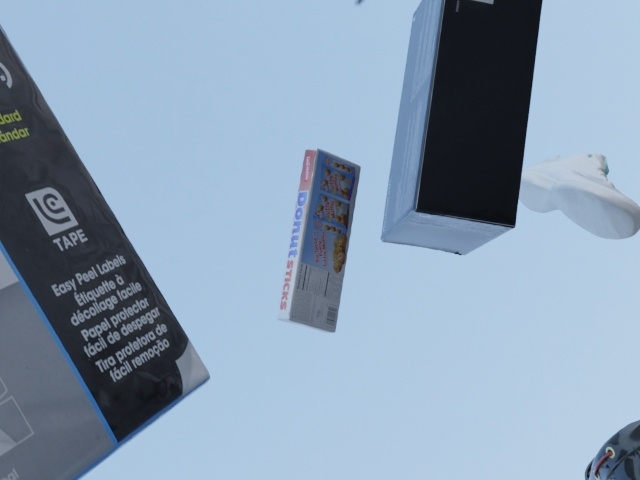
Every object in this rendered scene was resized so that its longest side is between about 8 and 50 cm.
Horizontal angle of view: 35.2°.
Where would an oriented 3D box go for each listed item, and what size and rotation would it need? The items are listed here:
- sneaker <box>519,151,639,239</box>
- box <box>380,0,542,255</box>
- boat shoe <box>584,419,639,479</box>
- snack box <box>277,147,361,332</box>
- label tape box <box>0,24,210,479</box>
[{"bbox_3d":[0.330,-0.069,1.243,0.094,0.212,0.080,-38,-60,-12],"label":"sneaker"},{"bbox_3d":[0.138,-0.131,1.006,0.103,0.184,0.261,10,-99,-7],"label":"box"},{"bbox_3d":[0.142,0.109,0.444,0.049,0.042,0.133,-23,-26,0],"label":"boat shoe"},{"bbox_3d":[0.000,0.000,1.020,0.064,0.022,0.178,19,-105,-38],"label":"snack box"},{"bbox_3d":[-0.232,-0.018,0.448,0.347,0.115,0.249,61,-150,-2],"label":"label tape box"}]
